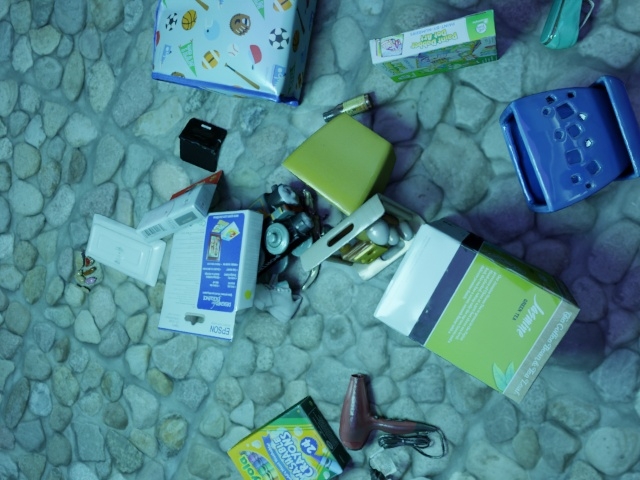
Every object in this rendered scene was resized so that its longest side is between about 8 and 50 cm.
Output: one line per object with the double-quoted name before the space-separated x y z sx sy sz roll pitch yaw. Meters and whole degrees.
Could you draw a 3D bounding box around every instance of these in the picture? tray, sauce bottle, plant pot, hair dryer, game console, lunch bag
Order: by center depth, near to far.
"plant pot" 0.517 -0.198 1.132 0.212 0.236 0.236 -19 89 13
"plant pot" 0.067 -0.175 1.312 0.212 0.212 0.187 38 93 13
"lunch bag" -0.223 -0.526 1.360 0.385 0.239 0.328 12 101 11
"sauce bottle" 0.068 -0.328 1.375 0.128 0.042 0.042 -17 89 22
"hair dryer" 0.156 0.472 1.414 0.223 0.080 0.294 -36 88 3
"game console" -0.329 -0.267 1.536 0.122 0.071 0.107 23 72 16
"tray" -0.595 0.028 1.647 0.270 0.030 0.145 21 102 17

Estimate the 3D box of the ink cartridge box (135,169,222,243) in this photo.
"ink cartridge box" -0.369 -0.108 1.453 0.189 0.232 0.066 -22 128 20

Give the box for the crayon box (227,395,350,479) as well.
"crayon box" -0.107 0.598 1.497 0.323 0.083 0.203 -38 82 19

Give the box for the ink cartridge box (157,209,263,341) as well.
"ink cartridge box" -0.276 0.083 1.367 0.303 0.072 0.308 0 81 41

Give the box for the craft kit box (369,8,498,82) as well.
"craft kit box" 0.254 -0.412 1.191 0.246 0.250 0.061 -4 95 20

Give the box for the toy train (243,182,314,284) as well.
"toy train" -0.163 -0.001 1.416 0.334 0.142 0.190 -38 66 28

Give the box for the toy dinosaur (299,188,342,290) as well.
"toy dinosaur" 0.000 0.000 1.419 0.118 0.064 0.268 3 96 34

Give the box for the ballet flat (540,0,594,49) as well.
"ballet flat" 0.546 -0.532 1.177 0.087 0.083 0.248 11 99 -6

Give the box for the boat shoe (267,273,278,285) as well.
"boat shoe" -0.125 0.124 1.491 0.035 0.035 0.100 17 97 -10

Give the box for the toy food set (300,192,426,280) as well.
"toy food set" 0.117 0.014 1.257 0.219 0.306 0.092 -39 65 19

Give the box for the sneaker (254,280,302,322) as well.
"sneaker" -0.124 0.135 1.409 0.094 0.212 0.080 -48 52 2

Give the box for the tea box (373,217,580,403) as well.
"tea box" 0.331 0.122 1.169 0.323 0.329 0.220 31 104 13

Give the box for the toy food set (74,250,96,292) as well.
"toy food set" -0.725 0.097 1.700 0.077 0.019 0.122 22 108 14
